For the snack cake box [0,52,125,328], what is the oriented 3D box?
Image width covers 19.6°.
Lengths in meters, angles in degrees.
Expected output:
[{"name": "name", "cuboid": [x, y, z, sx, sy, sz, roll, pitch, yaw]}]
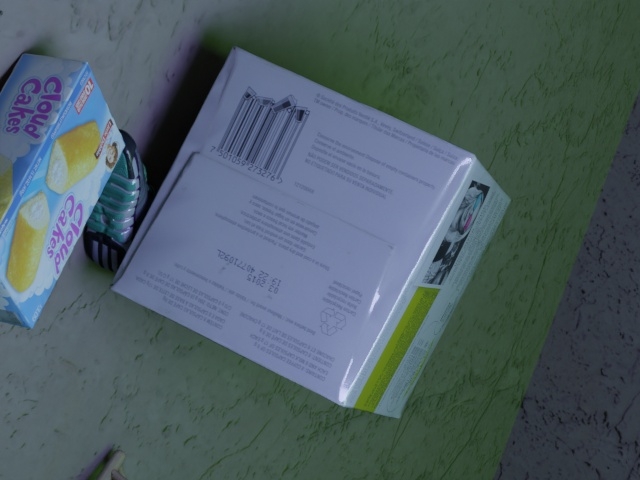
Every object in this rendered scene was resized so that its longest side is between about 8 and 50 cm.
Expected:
[{"name": "snack cake box", "cuboid": [-0.321, -0.056, 2.030, 0.152, 0.089, 0.264, 68, 38, -51]}]

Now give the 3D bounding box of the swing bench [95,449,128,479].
[{"name": "swing bench", "cuboid": [-0.291, 0.471, 2.504, 0.255, 0.165, 0.253, -40, 144, -26]}]

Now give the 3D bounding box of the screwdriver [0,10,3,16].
[{"name": "screwdriver", "cuboid": [-0.389, -0.183, 1.966, 0.170, 0.024, 0.025, -54, 180, -28]}]

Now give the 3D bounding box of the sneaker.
[{"name": "sneaker", "cuboid": [-0.239, -0.067, 2.248, 0.098, 0.083, 0.223, -51, 161, -40]}]

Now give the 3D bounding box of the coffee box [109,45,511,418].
[{"name": "coffee box", "cuboid": [0.000, 0.000, 2.341, 0.338, 0.338, 0.334, -63, 164, -1]}]
